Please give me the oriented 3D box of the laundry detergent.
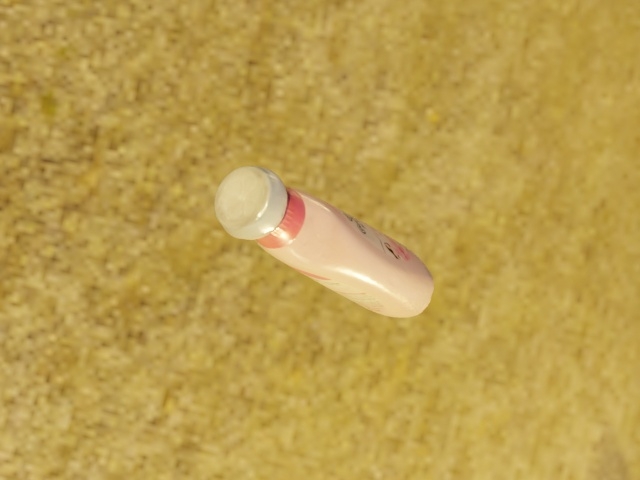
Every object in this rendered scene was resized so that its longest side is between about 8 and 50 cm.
[{"bbox_3d":[0.000,0.000,2.046,0.335,0.159,0.088,29,88,-54],"label":"laundry detergent"}]
